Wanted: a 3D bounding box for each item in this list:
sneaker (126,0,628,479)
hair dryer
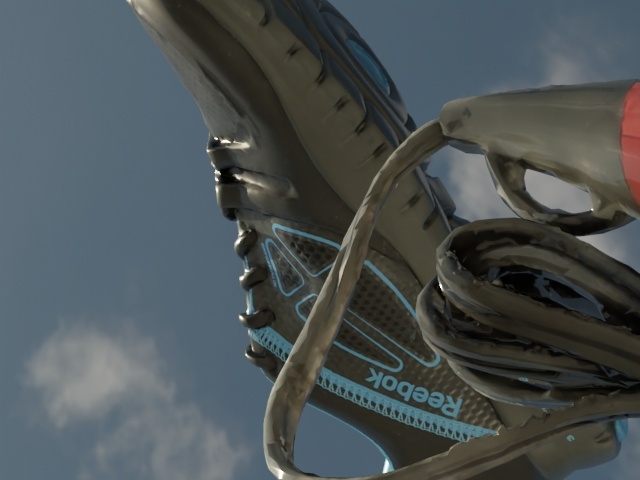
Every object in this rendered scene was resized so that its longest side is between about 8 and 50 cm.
[{"bbox_3d":[0.000,0.000,0.915,0.140,0.125,0.341,-35,-82,16],"label":"sneaker"},{"bbox_3d":[0.110,-0.003,0.284,0.293,0.223,0.080,-44,-33,20],"label":"hair dryer"}]
